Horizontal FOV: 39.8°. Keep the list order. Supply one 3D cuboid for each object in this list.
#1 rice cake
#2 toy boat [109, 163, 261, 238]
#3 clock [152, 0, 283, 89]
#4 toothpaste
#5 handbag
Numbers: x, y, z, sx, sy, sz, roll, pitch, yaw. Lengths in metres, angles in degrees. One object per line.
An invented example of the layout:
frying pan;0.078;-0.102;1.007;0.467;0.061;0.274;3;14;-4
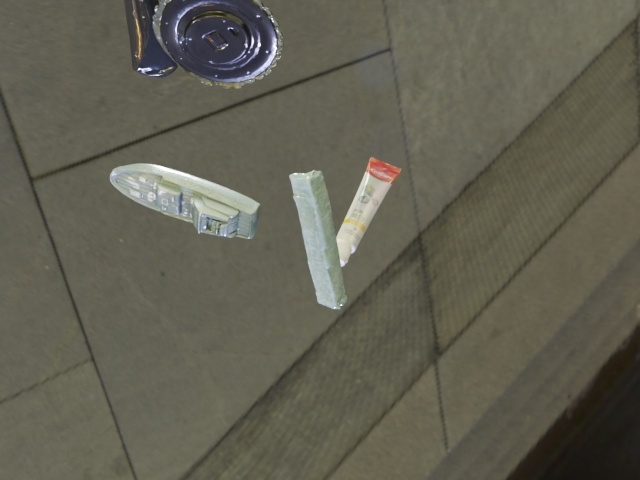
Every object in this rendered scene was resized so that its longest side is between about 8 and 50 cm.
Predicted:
rice cake;-0.001;0.000;0.965;0.029;0.033;0.171;-36;127;-37
toy boat;-0.223;-0.065;1.421;0.085;0.260;0.078;-57;162;-49
clock;-0.060;-0.121;0.526;0.074;0.083;0.010;46;47;-32
toothpaste;0.059;-0.042;1.240;0.031;0.048;0.190;102;13;-57
handbag;-0.189;-0.348;1.041;0.088;0.244;0.275;-2;116;5
